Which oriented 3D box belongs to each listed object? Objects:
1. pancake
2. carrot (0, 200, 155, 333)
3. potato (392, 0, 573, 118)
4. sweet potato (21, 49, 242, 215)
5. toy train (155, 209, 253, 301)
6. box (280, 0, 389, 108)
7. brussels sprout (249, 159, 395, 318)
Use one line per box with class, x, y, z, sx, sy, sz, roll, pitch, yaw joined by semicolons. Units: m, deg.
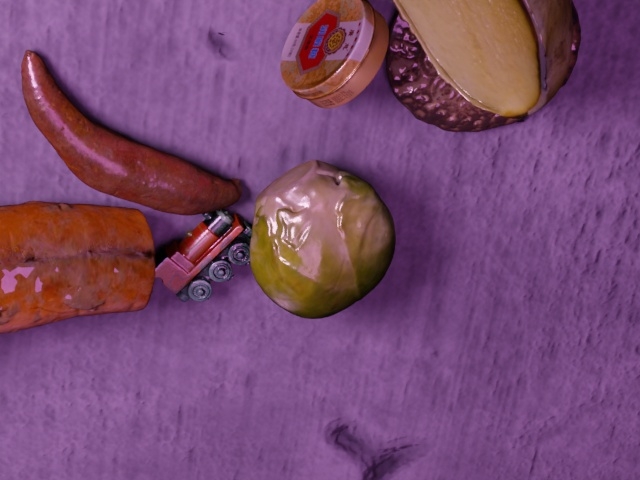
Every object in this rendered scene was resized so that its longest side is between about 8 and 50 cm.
pancake;0.156;-0.186;1.506;0.199;0.021;0.199;-8;123;-13
carrot;-0.307;0.030;1.426;0.302;0.138;0.138;-7;123;-26
potato;0.144;-0.243;1.390;0.111;0.160;0.271;-43;112;-29
sweet potato;-0.181;-0.076;1.444;0.255;0.058;0.078;31;91;-29
toy train;-0.112;0.012;1.530;0.103;0.044;0.064;-43;114;10
box;0.013;-0.170;1.417;0.037;0.105;0.105;31;108;-38
brussels sprout;-0.003;0.000;1.513;0.155;0.117;0.155;-5;102;-24
